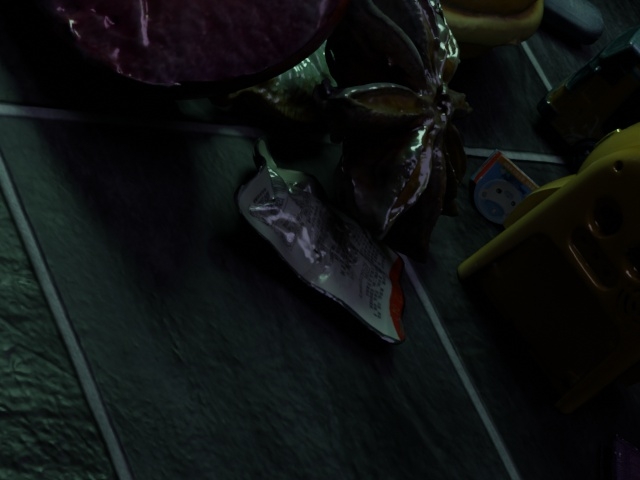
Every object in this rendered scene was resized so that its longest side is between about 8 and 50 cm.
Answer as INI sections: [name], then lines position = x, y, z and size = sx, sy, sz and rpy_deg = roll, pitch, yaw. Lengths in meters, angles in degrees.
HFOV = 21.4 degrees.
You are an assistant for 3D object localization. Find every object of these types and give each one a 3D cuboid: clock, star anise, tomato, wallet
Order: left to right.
[tomato]
position = -0.125, -0.251, 1.660
size = 0.176, 0.335, 0.289
rpy_deg = 78, -1, -69
[star anise]
position = 0.076, -0.137, 1.768
size = 0.332, 0.118, 0.331
rpy_deg = 1, 90, -68
[clock]
position = 0.342, 0.012, 1.842
size = 0.244, 0.317, 0.200
rpy_deg = 53, 40, 6
[wallet]
position = 0.346, 0.294, 1.811
size = 0.111, 0.030, 0.166
rpy_deg = 35, 35, -18

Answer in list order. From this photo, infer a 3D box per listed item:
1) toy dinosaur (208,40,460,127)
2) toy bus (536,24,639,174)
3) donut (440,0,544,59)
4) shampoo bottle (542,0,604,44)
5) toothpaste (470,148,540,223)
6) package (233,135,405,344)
[toy dinosaur]
position = -0.006, -0.207, 1.861
size = 0.393, 0.092, 0.205
rpy_deg = 10, 55, -43
[toy bus]
position = 0.457, -0.118, 2.208
size = 0.323, 0.194, 0.162
rpy_deg = 49, 34, 1
[donut]
position = 0.105, -0.399, 2.094
size = 0.449, 0.198, 0.449
rpy_deg = 28, 38, -25
[shampoo bottle]
position = 0.302, -0.352, 2.400
size = 0.234, 0.049, 0.087
rpy_deg = 25, 38, -30
[toothpaste]
position = 0.259, -0.019, 2.020
size = 0.193, 0.070, 0.044
rpy_deg = 41, 5, -11
[package]
position = 0.000, 0.000, 1.715
size = 0.232, 0.040, 0.166
rpy_deg = 41, 28, -22
